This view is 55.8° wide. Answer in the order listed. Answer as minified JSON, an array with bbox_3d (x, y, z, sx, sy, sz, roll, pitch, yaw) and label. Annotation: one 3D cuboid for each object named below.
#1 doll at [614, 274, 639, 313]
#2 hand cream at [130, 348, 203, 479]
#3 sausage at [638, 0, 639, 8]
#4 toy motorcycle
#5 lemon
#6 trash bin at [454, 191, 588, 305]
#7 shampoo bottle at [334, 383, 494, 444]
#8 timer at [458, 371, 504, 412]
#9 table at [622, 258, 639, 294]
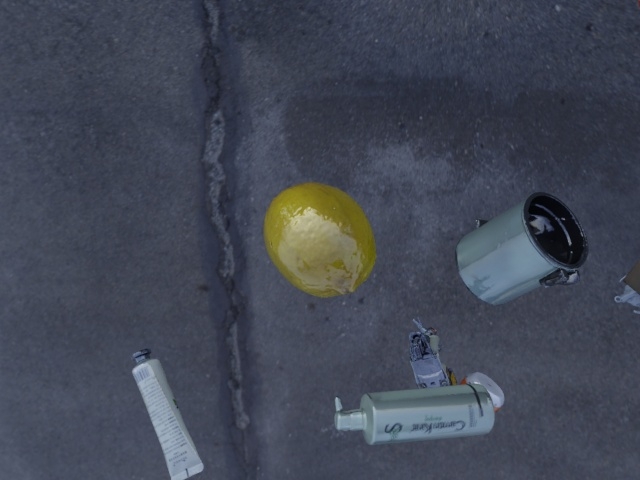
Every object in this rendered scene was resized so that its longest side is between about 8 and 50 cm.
[{"bbox_3d":[0.836,0.124,1.517,0.194,0.062,0.104,-17,86,8],"label":"doll"},{"bbox_3d":[-0.274,0.302,1.059,0.080,0.050,0.234,-33,74,25],"label":"hand cream"},{"bbox_3d":[0.393,-0.231,0.670,0.050,0.048,0.145,-31,94,44],"label":"sausage"},{"bbox_3d":[0.302,0.340,1.656,0.091,0.157,0.263,-14,113,23],"label":"toy motorcycle"},{"bbox_3d":[-0.002,-0.003,1.328,0.236,0.236,0.263,-26,89,24],"label":"lemon"},{"bbox_3d":[0.521,0.026,1.591,0.217,0.277,0.262,10,150,-28],"label":"trash bin"},{"bbox_3d":[0.152,0.289,1.003,0.262,0.085,0.085,-1,120,-14],"label":"shampoo bottle"},{"bbox_3d":[0.458,0.460,1.766,0.136,0.099,0.136,1,92,29],"label":"timer"},{"bbox_3d":[0.664,0.074,1.181,0.082,0.070,0.083,15,116,-30],"label":"table"}]
